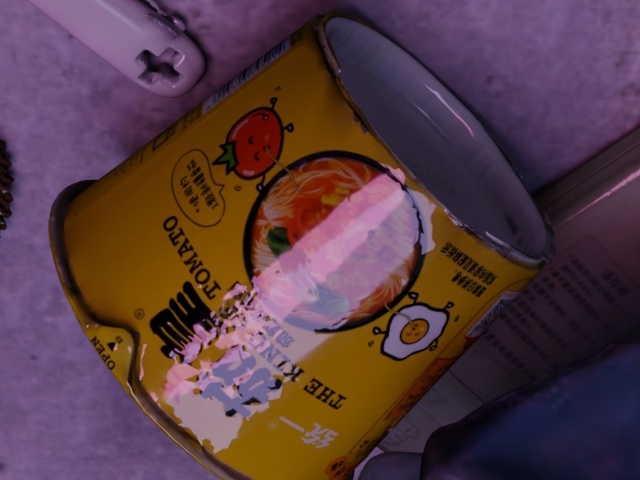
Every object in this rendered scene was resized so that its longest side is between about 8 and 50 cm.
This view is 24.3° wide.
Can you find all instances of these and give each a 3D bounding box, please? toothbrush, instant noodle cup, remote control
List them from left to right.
[{"bbox_3d":[-0.208,-0.185,0.583,0.418,0.040,0.042,36,120,-27],"label":"toothbrush"},{"bbox_3d":[0.000,0.000,0.628,0.144,0.182,0.182,-42,115,19],"label":"instant noodle cup"},{"bbox_3d":[0.110,0.030,0.721,0.233,0.038,0.098,-35,118,25],"label":"remote control"}]

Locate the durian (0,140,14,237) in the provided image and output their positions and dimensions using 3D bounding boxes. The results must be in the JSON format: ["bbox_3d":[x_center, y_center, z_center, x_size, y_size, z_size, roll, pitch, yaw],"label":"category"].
[{"bbox_3d":[-0.201,-0.007,0.693,0.110,0.071,0.140,2,132,2],"label":"durian"}]

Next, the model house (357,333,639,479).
[{"bbox_3d":[0.187,0.177,0.664,0.339,0.297,0.360,-2,134,4],"label":"model house"}]
